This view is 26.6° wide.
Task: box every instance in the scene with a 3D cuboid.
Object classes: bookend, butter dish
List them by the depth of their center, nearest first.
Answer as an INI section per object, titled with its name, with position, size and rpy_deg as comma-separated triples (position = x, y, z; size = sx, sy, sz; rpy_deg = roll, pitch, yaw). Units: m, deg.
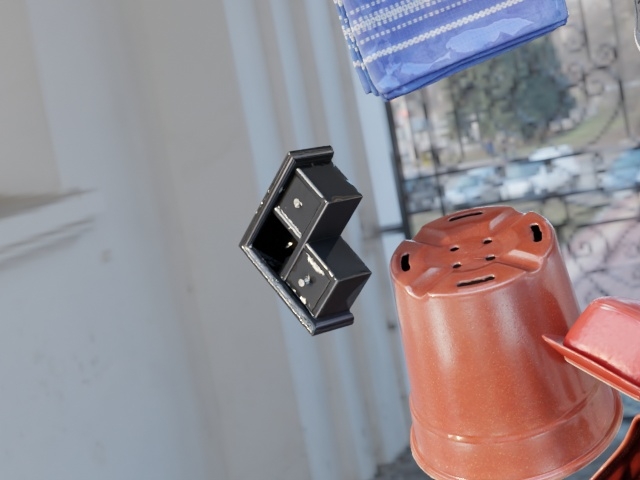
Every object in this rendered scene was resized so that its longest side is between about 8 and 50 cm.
[butter dish]
position = 0.359, 0.107, 1.514
size = 0.160, 0.118, 0.160
rpy_deg = 30, 11, 37
[bookend]
position = 0.000, 0.000, 1.590
size = 0.072, 0.157, 0.156
rpy_deg = -13, -36, -44

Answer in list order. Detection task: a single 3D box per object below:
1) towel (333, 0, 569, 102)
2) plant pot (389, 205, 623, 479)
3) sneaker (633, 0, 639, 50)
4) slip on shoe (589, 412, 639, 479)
[towel]
position = 0.110, -0.336, 1.399
size = 0.243, 0.336, 0.040
rpy_deg = -22, 20, -6
[plant pot]
position = 0.212, 0.118, 1.649
size = 0.272, 0.265, 0.272
rpy_deg = -13, 28, 7
[sneaker]
position = 0.427, -0.354, 1.792
size = 0.086, 0.163, 0.226
rpy_deg = -20, 45, 29
[slip on shoe]
position = 0.195, 0.251, 0.985
size = 0.101, 0.331, 0.123
rpy_deg = 22, 26, -16
